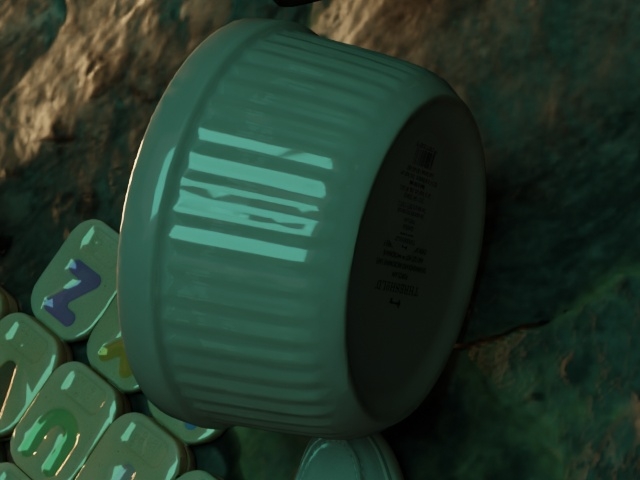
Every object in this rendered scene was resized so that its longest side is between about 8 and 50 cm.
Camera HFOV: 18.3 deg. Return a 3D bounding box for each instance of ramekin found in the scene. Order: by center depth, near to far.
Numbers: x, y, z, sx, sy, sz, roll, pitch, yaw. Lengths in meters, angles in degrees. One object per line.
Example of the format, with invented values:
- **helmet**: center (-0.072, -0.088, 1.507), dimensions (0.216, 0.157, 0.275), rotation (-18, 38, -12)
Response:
- **ramekin**: center (0.000, 0.000, 0.969), dimensions (0.109, 0.207, 0.207), rotation (12, 77, 25)

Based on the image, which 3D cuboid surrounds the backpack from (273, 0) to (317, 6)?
- **backpack**: center (0.001, -0.352, 1.075), dimensions (0.355, 0.273, 0.290), rotation (49, 137, 27)

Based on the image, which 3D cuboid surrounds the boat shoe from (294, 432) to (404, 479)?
- **boat shoe**: center (-0.003, 0.174, 0.981), dimensions (0.066, 0.063, 0.184), rotation (1, 72, 32)

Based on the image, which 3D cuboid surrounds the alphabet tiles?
- **alphabet tiles**: center (-0.161, 0.134, 1.121), dimensions (0.284, 0.021, 0.278), rotation (36, 91, 36)
